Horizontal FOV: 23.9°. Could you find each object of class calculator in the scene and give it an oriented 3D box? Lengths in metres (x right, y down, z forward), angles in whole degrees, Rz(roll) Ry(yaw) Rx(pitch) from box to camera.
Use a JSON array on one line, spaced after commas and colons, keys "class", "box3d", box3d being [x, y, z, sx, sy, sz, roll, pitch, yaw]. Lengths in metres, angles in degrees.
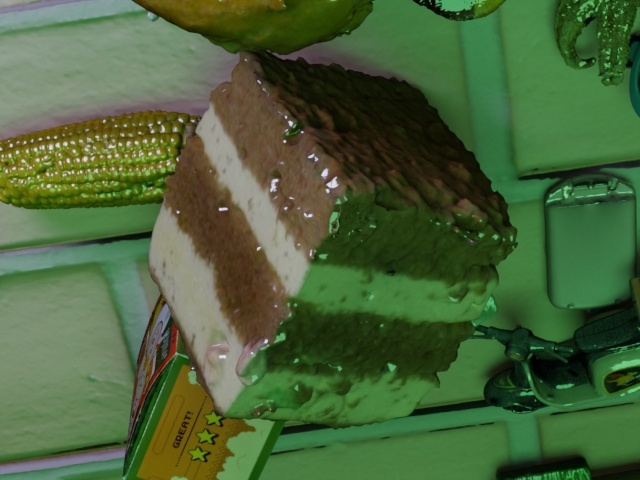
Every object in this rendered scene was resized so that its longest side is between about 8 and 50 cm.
[{"class": "calculator", "box3d": [0.295, 0.007, 1.648, 0.100, 0.032, 0.175, -6, 120, 2]}]

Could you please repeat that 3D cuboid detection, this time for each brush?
[{"class": "brush", "box3d": [0.339, 0.279, 1.796, 0.282, 0.054, 0.048, -9, 101, 3]}]

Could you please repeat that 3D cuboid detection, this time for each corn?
[{"class": "corn", "box3d": [-0.223, -0.078, 1.549, 0.262, 0.097, 0.097, -7, 120, 4]}]

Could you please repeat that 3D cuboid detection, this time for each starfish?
[{"class": "starfish", "box3d": [0.289, -0.254, 1.470, 0.150, 0.053, 0.209, 27, 117, 2]}]

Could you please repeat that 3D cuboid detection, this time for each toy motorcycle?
[{"class": "toy motorcycle", "box3d": [0.293, 0.122, 1.668, 0.263, 0.091, 0.157, -19, 140, 18]}]

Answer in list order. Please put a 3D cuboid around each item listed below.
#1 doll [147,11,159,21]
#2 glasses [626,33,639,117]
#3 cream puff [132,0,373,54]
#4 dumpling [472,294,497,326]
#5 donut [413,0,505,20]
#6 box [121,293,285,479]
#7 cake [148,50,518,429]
[{"class": "doll", "box3d": [-0.128, -0.255, 1.483, 0.114, 0.039, 0.057, -22, 76, 20]}, {"class": "glasses", "box3d": [0.436, -0.193, 1.497, 0.207, 0.102, 0.239, 24, 116, -14]}, {"class": "cream puff", "box3d": [-0.063, -0.326, 1.331, 0.343, 0.231, 0.327, -4, 109, 17]}, {"class": "dumpling", "box3d": [0.087, 0.054, 1.642, 0.217, 0.149, 0.105, -25, 155, 34]}, {"class": "donut", "box3d": [0.133, -0.284, 1.462, 0.140, 0.059, 0.140, -1, 120, -2]}, {"class": "box", "box3d": [-0.119, 0.152, 1.626, 0.148, 0.195, 0.177, 19, 118, -13]}, {"class": "cake", "box3d": [0.000, 0.000, 1.470, 0.256, 0.282, 0.290, 10, 125, -39]}]
